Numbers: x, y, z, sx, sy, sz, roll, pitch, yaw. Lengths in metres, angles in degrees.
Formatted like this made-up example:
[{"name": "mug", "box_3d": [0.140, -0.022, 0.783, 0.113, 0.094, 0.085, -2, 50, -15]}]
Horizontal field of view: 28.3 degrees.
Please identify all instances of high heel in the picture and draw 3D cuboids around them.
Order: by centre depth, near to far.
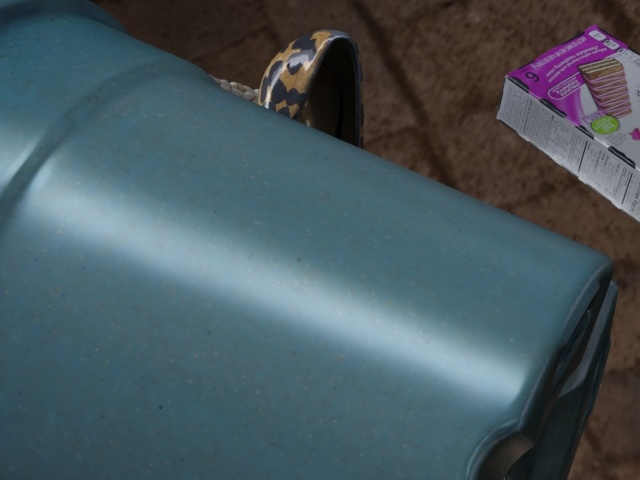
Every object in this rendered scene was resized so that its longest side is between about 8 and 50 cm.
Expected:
[{"name": "high heel", "box_3d": [0.000, 0.000, 0.829, 0.186, 0.093, 0.261, 122, 140, -53]}]

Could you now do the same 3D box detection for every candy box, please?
[{"name": "candy box", "box_3d": [0.337, -0.132, 1.419, 0.233, 0.159, 0.071, 41, 147, 29]}]

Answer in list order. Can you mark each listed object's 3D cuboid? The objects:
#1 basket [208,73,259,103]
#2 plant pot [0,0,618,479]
[{"name": "basket", "box_3d": [-0.146, -0.005, 1.627, 0.331, 0.328, 0.266, -36, 74, 19]}, {"name": "plant pot", "box_3d": [-0.042, 0.074, 0.672, 0.334, 0.341, 0.341, 19, 125, 19]}]
